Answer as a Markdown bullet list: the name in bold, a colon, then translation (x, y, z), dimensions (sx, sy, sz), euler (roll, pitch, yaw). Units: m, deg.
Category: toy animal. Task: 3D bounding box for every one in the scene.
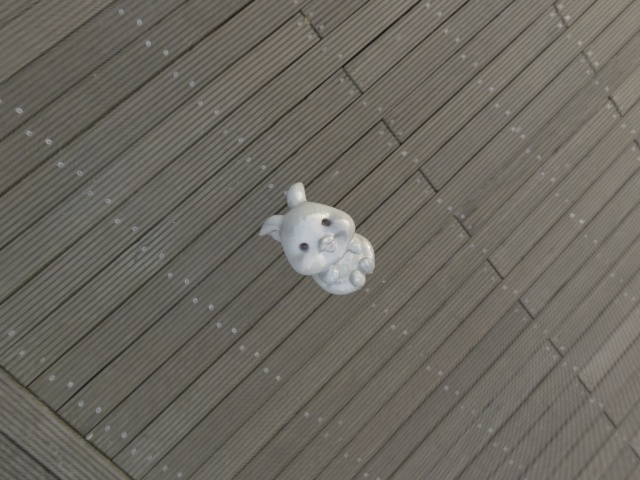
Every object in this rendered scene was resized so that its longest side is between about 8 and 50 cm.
- **toy animal**: translation (-0.001, 0.002, 0.827), dimensions (0.193, 0.178, 0.127), euler (39, 89, -35)
